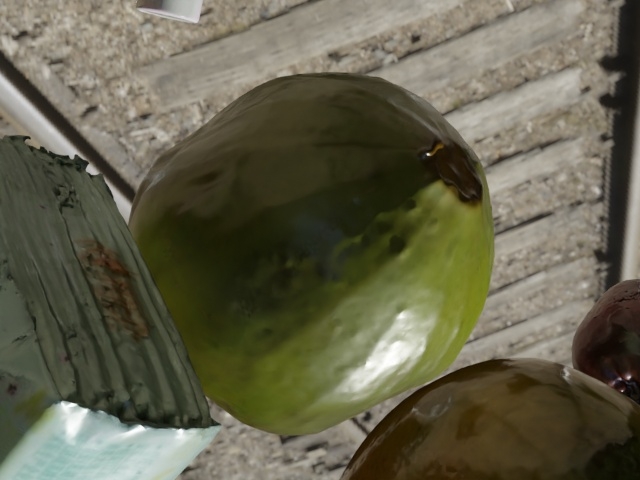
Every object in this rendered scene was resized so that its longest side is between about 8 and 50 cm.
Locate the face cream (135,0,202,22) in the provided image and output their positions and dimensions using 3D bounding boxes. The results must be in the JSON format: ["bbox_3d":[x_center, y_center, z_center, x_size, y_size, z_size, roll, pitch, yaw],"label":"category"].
[{"bbox_3d":[-0.193,-0.500,1.397,0.101,0.346,0.102,11,-173,-1],"label":"face cream"}]

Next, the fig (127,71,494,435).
[{"bbox_3d":[0.007,0.004,0.860,0.343,0.343,0.343,-15,153,-8],"label":"fig"}]

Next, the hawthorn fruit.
[{"bbox_3d":[0.340,0.106,1.001,0.148,0.172,0.148,13,136,14],"label":"hawthorn fruit"}]

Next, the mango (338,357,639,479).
[{"bbox_3d":[0.074,0.161,0.455,0.139,0.175,0.255,-5,119,-38],"label":"mango"}]

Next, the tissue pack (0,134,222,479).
[{"bbox_3d":[-0.280,0.149,0.705,0.388,0.287,0.162,-47,141,18],"label":"tissue pack"}]
